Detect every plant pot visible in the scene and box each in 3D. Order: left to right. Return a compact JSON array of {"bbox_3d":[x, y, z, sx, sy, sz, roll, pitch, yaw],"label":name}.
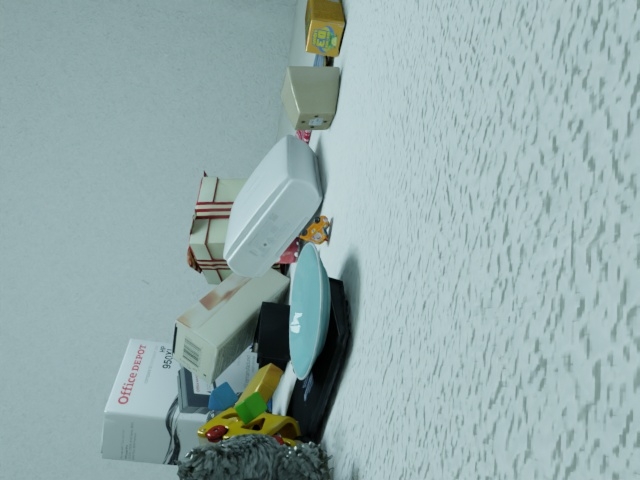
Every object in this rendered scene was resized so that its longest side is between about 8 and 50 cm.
[{"bbox_3d":[-0.019,-0.285,1.167,0.109,0.109,0.096,123,142,-69],"label":"plant pot"}]

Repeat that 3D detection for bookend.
[{"bbox_3d":[-0.117,0.253,1.328,0.156,0.072,0.157,-90,12,-46],"label":"bookend"}]

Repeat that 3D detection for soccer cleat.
[{"bbox_3d":[-0.097,-0.033,1.414,0.248,0.095,0.083,-93,15,-53],"label":"soccer cleat"}]

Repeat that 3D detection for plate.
[{"bbox_3d":[-0.014,0.096,0.784,0.188,0.024,0.188,-175,90,-77],"label":"plate"}]

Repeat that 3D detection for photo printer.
[{"bbox_3d":[-0.106,-0.092,1.262,0.256,0.107,0.307,-50,21,22],"label":"photo printer"}]

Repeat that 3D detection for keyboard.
[{"bbox_3d":[-0.010,0.187,0.848,0.201,0.033,0.317,-103,24,-51],"label":"keyboard"}]

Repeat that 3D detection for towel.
[{"bbox_3d":[-0.061,-0.279,1.657,0.198,0.031,0.274,-92,14,-47],"label":"towel"}]

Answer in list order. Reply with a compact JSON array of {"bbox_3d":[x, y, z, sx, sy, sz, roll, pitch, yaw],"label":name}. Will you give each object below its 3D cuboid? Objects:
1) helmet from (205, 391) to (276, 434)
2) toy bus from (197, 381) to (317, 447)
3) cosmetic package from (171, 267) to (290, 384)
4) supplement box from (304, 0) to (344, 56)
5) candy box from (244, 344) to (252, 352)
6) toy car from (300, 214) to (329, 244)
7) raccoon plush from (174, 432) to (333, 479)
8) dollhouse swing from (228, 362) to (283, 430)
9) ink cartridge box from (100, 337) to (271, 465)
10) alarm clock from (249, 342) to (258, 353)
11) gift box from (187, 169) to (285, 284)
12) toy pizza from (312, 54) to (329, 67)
[{"bbox_3d":[-0.174,0.415,1.238,0.169,0.170,0.161,115,144,-61],"label":"helmet"},{"bbox_3d":[-0.067,0.286,0.768,0.104,0.202,0.191,-26,-26,-52],"label":"toy bus"},{"bbox_3d":[-0.219,0.191,1.409,0.296,0.129,0.153,-41,-24,-47],"label":"cosmetic package"},{"bbox_3d":[0.007,-0.496,1.288,0.233,0.080,0.078,-96,15,-52],"label":"supplement box"},{"bbox_3d":[-0.284,0.556,1.933,0.268,0.122,0.317,-99,21,-60],"label":"candy box"},{"bbox_3d":[0.000,0.000,1.017,0.040,0.060,0.122,49,171,18],"label":"toy car"},{"bbox_3d":[-0.044,0.408,0.557,0.446,0.216,0.299,51,129,38],"label":"raccoon plush"},{"bbox_3d":[-0.102,0.438,0.995,0.305,0.315,0.347,-41,-5,-19],"label":"dollhouse swing"},{"bbox_3d":[-0.332,0.421,1.476,0.285,0.395,0.166,-99,19,-62],"label":"ink cartridge box"},{"bbox_3d":[-0.165,0.283,1.656,0.192,0.064,0.129,116,161,-53],"label":"alarm clock"},{"bbox_3d":[-0.234,-0.044,1.581,0.276,0.258,0.255,82,-171,-52],"label":"gift box"},{"bbox_3d":[-0.005,-0.373,1.381,0.201,0.032,0.201,-172,90,-82],"label":"toy pizza"}]
